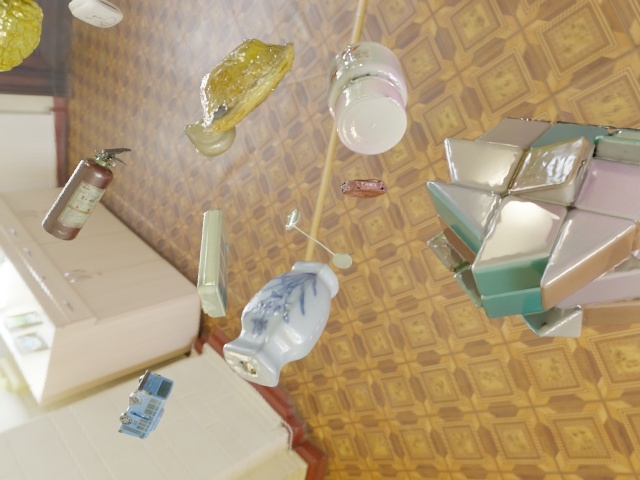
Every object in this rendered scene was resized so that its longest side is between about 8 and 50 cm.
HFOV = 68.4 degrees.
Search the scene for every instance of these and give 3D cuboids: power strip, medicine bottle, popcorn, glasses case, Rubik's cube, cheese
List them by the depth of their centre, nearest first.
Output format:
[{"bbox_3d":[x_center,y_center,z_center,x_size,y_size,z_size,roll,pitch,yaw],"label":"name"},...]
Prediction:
[{"bbox_3d":[0.376,-0.032,0.797,0.387,0.358,0.368,17,67,36],"label":"Rubik's cube"},{"bbox_3d":[-0.246,0.048,1.104,0.118,0.046,0.270,84,179,-50],"label":"power strip"},{"bbox_3d":[-0.620,-0.635,1.309,0.076,0.197,0.049,-26,100,8],"label":"glasses case"},{"bbox_3d":[-0.919,-0.628,1.358,0.173,0.225,0.286,34,107,1],"label":"popcorn"},{"bbox_3d":[0.148,-0.450,1.496,0.256,0.256,0.325,-50,28,40],"label":"medicine bottle"},{"bbox_3d":[-0.435,-0.431,1.917,0.175,0.202,0.091,54,162,14],"label":"cheese"}]

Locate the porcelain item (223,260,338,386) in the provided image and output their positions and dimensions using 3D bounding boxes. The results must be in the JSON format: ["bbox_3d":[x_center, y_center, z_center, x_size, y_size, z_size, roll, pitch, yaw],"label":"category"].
[{"bbox_3d":[-0.108,0.239,1.460,0.242,0.405,0.178,2,130,37],"label":"porcelain item"}]

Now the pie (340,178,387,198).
[{"bbox_3d":[0.137,-0.164,1.504,0.153,0.153,0.038,-11,79,46],"label":"pie"}]

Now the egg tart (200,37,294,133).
[{"bbox_3d":[-0.276,-0.558,1.631,0.443,0.443,0.178,-19,124,46],"label":"egg tart"}]

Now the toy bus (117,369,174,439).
[{"bbox_3d":[-0.629,0.598,1.698,0.133,0.116,0.234,25,114,-11],"label":"toy bus"}]

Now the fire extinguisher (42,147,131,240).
[{"bbox_3d":[-0.487,-0.108,0.999,0.071,0.099,0.231,40,98,22],"label":"fire extinguisher"}]

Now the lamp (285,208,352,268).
[{"bbox_3d":[0.000,0.000,1.177,0.198,0.056,0.050,36,128,-16],"label":"lamp"}]
